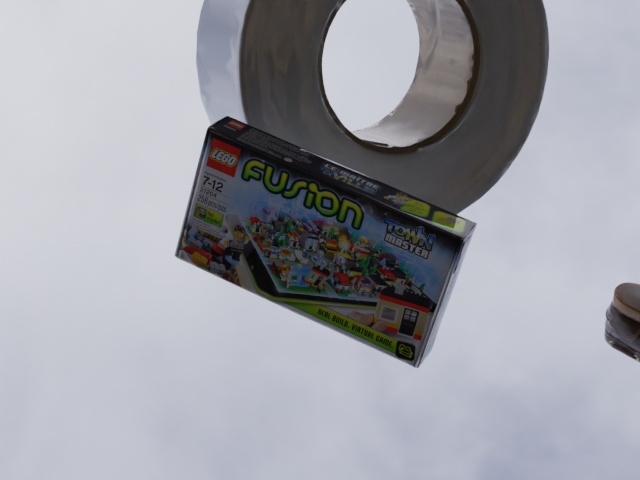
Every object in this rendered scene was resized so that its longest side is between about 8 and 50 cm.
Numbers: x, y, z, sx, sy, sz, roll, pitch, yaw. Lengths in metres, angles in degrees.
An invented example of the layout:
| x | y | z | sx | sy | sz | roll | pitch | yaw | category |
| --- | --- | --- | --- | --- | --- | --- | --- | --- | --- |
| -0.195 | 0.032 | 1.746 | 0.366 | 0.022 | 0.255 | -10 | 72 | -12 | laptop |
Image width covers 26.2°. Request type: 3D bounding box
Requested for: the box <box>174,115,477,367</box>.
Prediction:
| x | y | z | sx | sy | sz | roll | pitch | yaw | category |
| --- | --- | --- | --- | --- | --- | --- | --- | --- | --- |
| 0.000 | 0.000 | 1.012 | 0.207 | 0.036 | 0.114 | 24 | -62 | 14 | box |

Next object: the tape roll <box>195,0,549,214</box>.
| x | y | z | sx | sy | sz | roll | pitch | yaw | category |
| --- | --- | --- | --- | --- | --- | --- | --- | --- | --- |
| 0.044 | -0.150 | 1.132 | 0.286 | 0.100 | 0.286 | -6 | -75 | -25 | tape roll |

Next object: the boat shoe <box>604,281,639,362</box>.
| x | y | z | sx | sy | sz | roll | pitch | yaw | category |
| --- | --- | --- | --- | --- | --- | --- | --- | --- | --- |
| 0.386 | 0.116 | 1.406 | 0.073 | 0.207 | 0.073 | -26 | -45 | -42 | boat shoe |
